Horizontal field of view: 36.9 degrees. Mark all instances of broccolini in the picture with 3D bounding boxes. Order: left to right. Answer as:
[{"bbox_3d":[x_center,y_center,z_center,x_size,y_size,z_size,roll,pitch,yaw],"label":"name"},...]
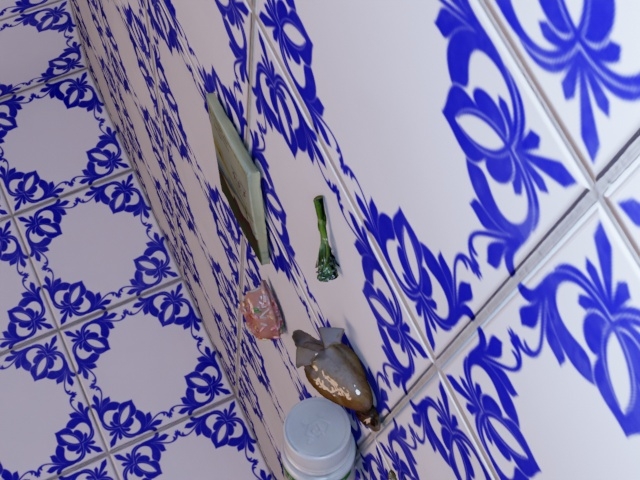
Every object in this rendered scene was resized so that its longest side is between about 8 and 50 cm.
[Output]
[{"bbox_3d":[0.000,0.000,1.288,0.030,0.035,0.140,47,155,46],"label":"broccolini"}]

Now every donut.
[{"bbox_3d":[-0.117,0.154,1.943,0.166,0.065,0.117,102,144,-70],"label":"donut"}]

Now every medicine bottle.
[{"bbox_3d":[-0.004,0.380,1.711,0.139,0.139,0.237,60,165,29],"label":"medicine bottle"}]

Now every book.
[{"bbox_3d":[-0.144,-0.102,1.704,0.289,0.026,0.201,86,159,-56],"label":"book"}]

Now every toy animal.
[{"bbox_3d":[0.023,0.202,1.451,0.188,0.089,0.179,38,164,54],"label":"toy animal"}]

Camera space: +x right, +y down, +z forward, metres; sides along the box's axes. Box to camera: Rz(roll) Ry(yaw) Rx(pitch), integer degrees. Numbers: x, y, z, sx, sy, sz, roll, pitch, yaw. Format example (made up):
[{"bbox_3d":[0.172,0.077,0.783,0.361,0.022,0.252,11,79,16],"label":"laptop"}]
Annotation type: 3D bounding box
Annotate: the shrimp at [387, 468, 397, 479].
[{"bbox_3d":[0.136,0.401,1.438,0.127,0.025,0.091,61,166,6],"label":"shrimp"}]
